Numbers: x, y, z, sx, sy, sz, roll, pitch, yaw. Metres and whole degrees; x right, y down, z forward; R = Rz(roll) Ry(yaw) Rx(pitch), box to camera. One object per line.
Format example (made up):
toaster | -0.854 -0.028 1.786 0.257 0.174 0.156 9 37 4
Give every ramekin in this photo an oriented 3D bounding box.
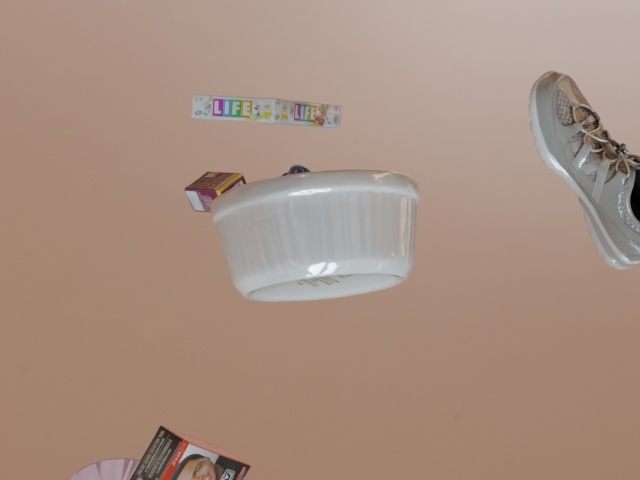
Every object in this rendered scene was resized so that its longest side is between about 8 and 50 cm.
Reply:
ramekin | 0.000 0.000 1.997 0.273 0.273 0.127 5 -105 -50

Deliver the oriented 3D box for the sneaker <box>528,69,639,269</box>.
sneaker | 0.373 -0.103 2.005 0.105 0.115 0.281 -39 -79 -39

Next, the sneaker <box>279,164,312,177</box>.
sneaker | -0.015 -0.012 2.661 0.081 0.090 0.232 -5 -118 -42

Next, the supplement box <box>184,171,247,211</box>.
supplement box | -0.154 -0.072 2.334 0.055 0.083 0.043 -40 -60 -34

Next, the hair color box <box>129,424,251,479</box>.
hair color box | -0.133 0.240 1.591 0.043 0.072 0.141 28 177 29

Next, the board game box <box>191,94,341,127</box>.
board game box | -0.057 -0.142 1.718 0.103 0.026 0.154 5 -176 27

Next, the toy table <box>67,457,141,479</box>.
toy table | -0.184 0.380 1.703 0.274 0.252 0.161 -121 13 -47
